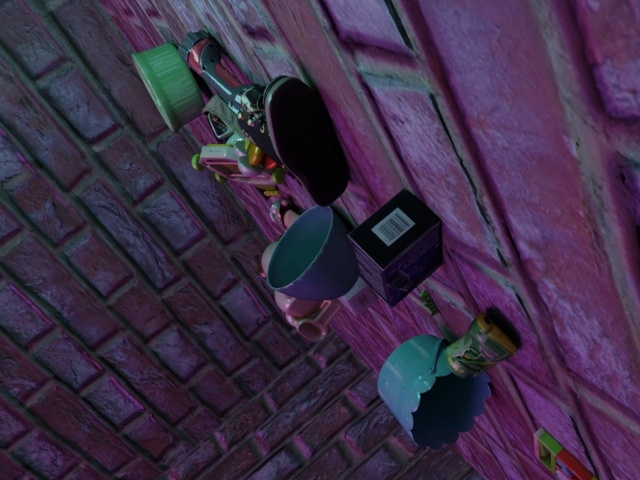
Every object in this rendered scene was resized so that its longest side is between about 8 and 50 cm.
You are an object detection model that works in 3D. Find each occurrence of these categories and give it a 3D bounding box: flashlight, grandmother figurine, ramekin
[{"bbox_3d":[-0.243,-0.430,1.647,0.304,0.103,0.103,43,134,23],"label":"flashlight"},{"bbox_3d":[-0.103,-0.072,2.372,0.342,0.104,0.208,-139,41,-60],"label":"grandmother figurine"},{"bbox_3d":[-0.534,-0.553,2.263,0.303,0.148,0.303,58,170,17],"label":"ramekin"}]

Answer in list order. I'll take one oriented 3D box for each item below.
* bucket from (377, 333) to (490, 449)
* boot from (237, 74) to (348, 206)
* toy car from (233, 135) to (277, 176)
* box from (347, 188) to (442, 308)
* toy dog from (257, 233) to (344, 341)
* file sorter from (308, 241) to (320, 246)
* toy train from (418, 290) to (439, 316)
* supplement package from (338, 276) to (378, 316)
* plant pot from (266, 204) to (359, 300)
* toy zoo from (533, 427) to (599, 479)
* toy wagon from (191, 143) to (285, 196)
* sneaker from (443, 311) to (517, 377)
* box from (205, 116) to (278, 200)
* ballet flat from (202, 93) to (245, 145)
[{"bbox_3d":[0.303,0.402,1.719,0.183,0.281,0.281,42,168,49],"label":"bucket"},{"bbox_3d":[-0.090,-0.264,1.435,0.284,0.138,0.377,45,174,35],"label":"boot"},{"bbox_3d":[-0.151,-0.265,1.734,0.136,0.159,0.182,10,-145,-25],"label":"toy car"},{"bbox_3d":[0.155,0.021,1.279,0.108,0.153,0.207,46,171,27],"label":"box"},{"bbox_3d":[-0.111,0.165,2.600,0.395,0.285,0.408,17,-156,-35],"label":"toy dog"},{"bbox_3d":[0.000,0.000,2.101,0.118,0.104,0.170,45,168,32],"label":"file sorter"},{"bbox_3d":[0.280,0.164,1.637,0.083,0.023,0.017,56,170,-26],"label":"toy train"},{"bbox_3d":[0.101,0.167,2.262,0.179,0.105,0.105,42,168,47],"label":"supplement package"},{"bbox_3d":[0.007,0.066,1.886,0.195,0.290,0.290,35,178,-25],"label":"plant pot"},{"bbox_3d":[0.647,0.604,1.555,0.293,0.030,0.192,44,168,38],"label":"toy zoo"},{"bbox_3d":[-0.248,-0.230,2.113,0.267,0.068,0.344,6,169,33],"label":"toy wagon"},{"bbox_3d":[0.336,0.243,1.360,0.109,0.123,0.295,48,170,21],"label":"sneaker"},{"bbox_3d":[-0.293,-0.324,2.367,0.295,0.073,0.293,48,169,20],"label":"box"},{"bbox_3d":[-0.277,-0.350,2.067,0.316,0.106,0.107,46,171,26],"label":"ballet flat"}]
